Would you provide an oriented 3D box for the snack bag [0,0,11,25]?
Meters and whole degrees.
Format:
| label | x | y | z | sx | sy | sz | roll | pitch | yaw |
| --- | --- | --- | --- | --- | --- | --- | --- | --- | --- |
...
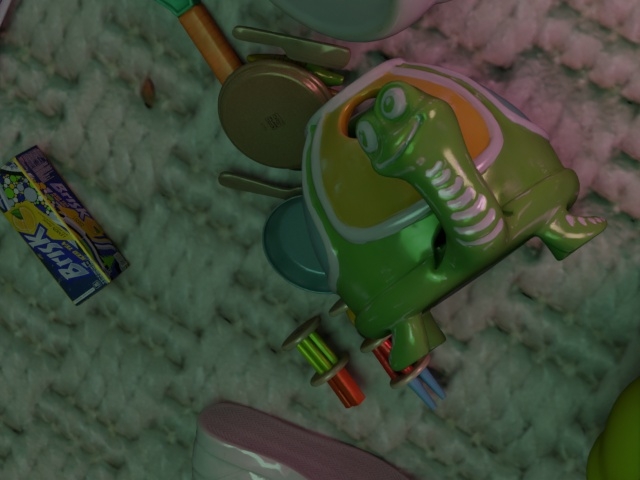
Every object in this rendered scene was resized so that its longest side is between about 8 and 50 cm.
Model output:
| label | x | y | z | sx | sy | sz | roll | pitch | yaw |
| --- | --- | --- | --- | --- | --- | --- | --- | --- | --- |
| snack bag | -0.496 | -0.226 | 1.191 | 0.323 | 0.037 | 0.342 | 23 | 104 | -17 |

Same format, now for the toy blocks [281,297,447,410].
| label | x | y | z | sx | sy | sz | roll | pitch | yaw |
| --- | --- | --- | --- | --- | --- | --- | --- | --- | --- |
| toy blocks | 0.049 | 0.133 | 1.247 | 0.123 | 0.054 | 0.148 | -37 | 96 | 25 |

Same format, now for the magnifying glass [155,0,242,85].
| label | x | y | z | sx | sy | sz | roll | pitch | yaw |
| --- | --- | --- | --- | --- | --- | --- | --- | --- | --- |
| magnifying glass | -0.144 | -0.248 | 1.178 | 0.092 | 0.026 | 0.231 | -31 | 100 | 25 |

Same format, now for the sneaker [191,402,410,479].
| label | x | y | z | sx | sy | sz | roll | pitch | yaw |
| --- | --- | --- | --- | --- | --- | --- | --- | --- | --- |
| sneaker | -0.016 | 0.309 | 1.313 | 0.292 | 0.108 | 0.169 | 23 | 117 | 19 |

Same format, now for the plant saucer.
| label | x | y | z | sx | sy | sz | roll | pitch | yaw |
| --- | --- | --- | --- | --- | --- | --- | --- | --- | --- |
| plant saucer | 0.000 | 0.000 | 1.220 | 0.119 | 0.021 | 0.119 | 6 | 123 | 10 |

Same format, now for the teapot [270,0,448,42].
| label | x | y | z | sx | sy | sz | roll | pitch | yaw |
| --- | --- | --- | --- | --- | --- | --- | --- | --- | --- |
| teapot | 0.030 | -0.311 | 1.015 | 0.252 | 0.187 | 0.256 | 19 | 151 | 41 |

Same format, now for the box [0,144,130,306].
| label | x | y | z | sx | sy | sz | roll | pitch | yaw |
| --- | --- | --- | --- | --- | --- | --- | --- | --- | --- |
| box | -0.287 | -0.016 | 1.294 | 0.059 | 0.054 | 0.169 | -34 | 97 | 25 |

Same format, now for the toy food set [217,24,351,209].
| label | x | y | z | sx | sy | sz | roll | pitch | yaw |
| --- | --- | --- | --- | --- | --- | --- | --- | --- | --- |
| toy food set | -0.036 | -0.126 | 1.180 | 0.132 | 0.038 | 0.192 | 15 | 128 | 5 |

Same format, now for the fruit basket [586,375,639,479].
| label | x | y | z | sx | sy | sz | roll | pitch | yaw |
| --- | --- | --- | --- | --- | --- | --- | --- | --- | --- |
| fruit basket | 0.386 | 0.179 | 1.040 | 0.283 | 0.392 | 0.392 | 7 | 112 | 11 |

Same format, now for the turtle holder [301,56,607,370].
| label | x | y | z | sx | sy | sz | roll | pitch | yaw |
| --- | --- | --- | --- | --- | --- | --- | --- | --- | --- |
| turtle holder | 0.081 | -0.032 | 1.033 | 0.243 | 0.320 | 0.227 | -38 | 82 | 28 |
